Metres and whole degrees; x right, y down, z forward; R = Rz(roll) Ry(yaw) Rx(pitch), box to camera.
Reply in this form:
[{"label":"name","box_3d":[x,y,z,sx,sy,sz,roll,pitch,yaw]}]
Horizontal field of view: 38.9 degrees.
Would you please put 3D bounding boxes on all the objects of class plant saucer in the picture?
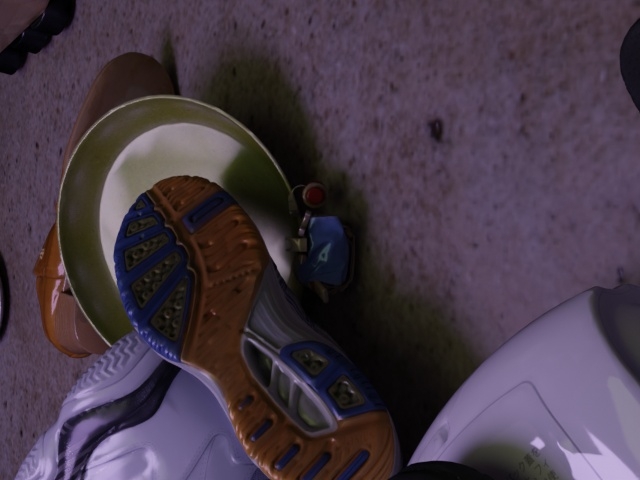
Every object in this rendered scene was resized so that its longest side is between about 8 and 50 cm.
[{"label":"plant saucer","box_3d":[-0.113,0.000,0.751,0.240,0.037,0.241,6,104,24]}]

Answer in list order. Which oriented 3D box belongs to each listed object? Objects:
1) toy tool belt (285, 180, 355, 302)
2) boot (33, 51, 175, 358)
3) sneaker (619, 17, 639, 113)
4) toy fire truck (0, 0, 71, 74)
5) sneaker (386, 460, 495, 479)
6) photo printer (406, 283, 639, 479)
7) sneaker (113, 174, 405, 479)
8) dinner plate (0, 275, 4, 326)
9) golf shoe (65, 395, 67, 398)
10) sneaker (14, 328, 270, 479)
[{"label":"toy tool belt","box_3d":[0.000,0.000,0.657,0.051,0.052,0.083,-107,12,-81]},{"label":"boot","box_3d":[-0.232,-0.031,0.908,0.211,0.104,0.295,3,83,62]},{"label":"sneaker","box_3d":[0.186,-0.032,0.374,0.229,0.132,0.086,55,130,32]},{"label":"toy fire truck","box_3d":[-0.398,-0.352,1.061,0.217,0.158,0.247,-17,68,50]},{"label":"sneaker","box_3d":[0.066,0.256,0.362,0.122,0.146,0.331,-39,61,47]},{"label":"photo printer","box_3d":[0.159,0.194,0.439,0.308,0.107,0.256,55,131,33]},{"label":"sneaker","box_3d":[-0.048,0.080,0.656,0.111,0.131,0.296,-36,60,-2]},{"label":"dinner plate","box_3d":[-0.459,0.078,1.245,0.141,0.017,0.141,2,93,50]},{"label":"golf shoe","box_3d":[-0.223,0.169,0.910,0.198,0.093,0.077,-48,58,42]},{"label":"sneaker","box_3d":[-0.151,0.257,0.727,0.210,0.137,0.366,40,112,15]}]
